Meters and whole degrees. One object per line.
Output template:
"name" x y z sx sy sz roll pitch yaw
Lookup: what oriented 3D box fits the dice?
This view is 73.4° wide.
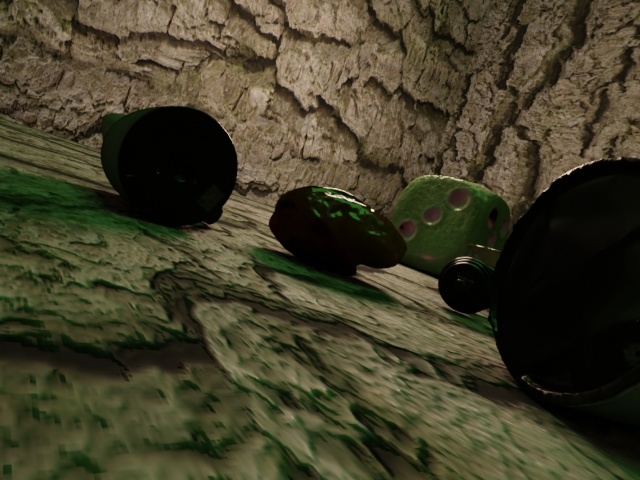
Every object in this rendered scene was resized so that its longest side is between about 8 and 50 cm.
"dice" 0.453 -0.031 1.525 0.323 0.329 0.318 22 0 40

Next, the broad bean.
"broad bean" 0.026 -0.009 0.712 0.229 0.121 0.156 25 -26 1

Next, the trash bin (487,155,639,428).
"trash bin" 0.334 0.070 0.393 0.263 0.217 0.277 18 38 -11

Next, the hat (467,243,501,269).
"hat" 0.447 0.108 1.001 0.258 0.129 0.257 20 3 -1

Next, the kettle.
"kettle" -0.237 -0.106 0.682 0.237 0.161 0.221 21 -24 51

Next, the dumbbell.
"dumbbell" 0.271 0.082 0.777 0.099 0.099 0.209 22 4 29
